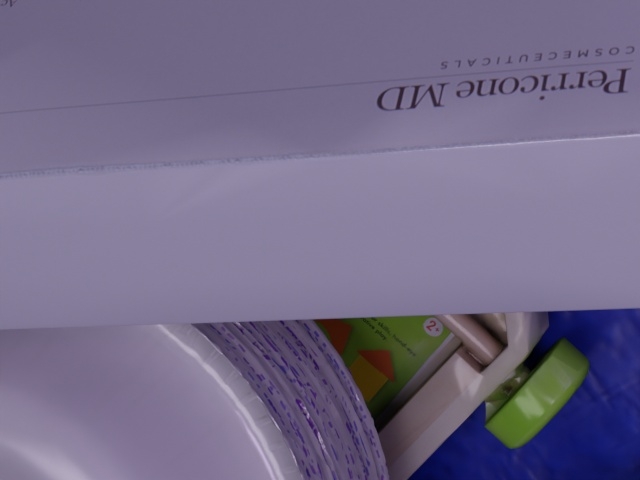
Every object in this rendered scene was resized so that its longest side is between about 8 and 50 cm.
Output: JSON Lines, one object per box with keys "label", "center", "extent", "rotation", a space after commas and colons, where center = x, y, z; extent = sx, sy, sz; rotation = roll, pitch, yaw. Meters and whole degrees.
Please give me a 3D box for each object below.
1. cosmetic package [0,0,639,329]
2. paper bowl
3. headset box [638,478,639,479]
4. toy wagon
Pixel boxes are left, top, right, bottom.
{"label": "cosmetic package", "center": [-0.010, -0.106, 0.731], "extent": [0.377, 0.284, 0.097], "rotation": [-3, 138, 24]}
{"label": "paper bowl", "center": [-0.120, 0.135, 0.851], "extent": [0.284, 0.148, 0.284], "rotation": [5, 105, 21]}
{"label": "headset box", "center": [0.171, 0.242, 0.774], "extent": [0.218, 0.293, 0.110], "rotation": [35, 118, 8]}
{"label": "toy wagon", "center": [0.000, 0.000, 0.887], "extent": [0.267, 0.068, 0.344], "rotation": [42, 118, 4]}
